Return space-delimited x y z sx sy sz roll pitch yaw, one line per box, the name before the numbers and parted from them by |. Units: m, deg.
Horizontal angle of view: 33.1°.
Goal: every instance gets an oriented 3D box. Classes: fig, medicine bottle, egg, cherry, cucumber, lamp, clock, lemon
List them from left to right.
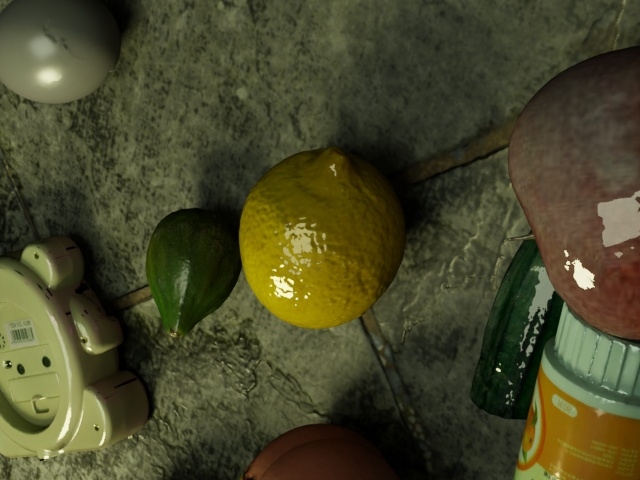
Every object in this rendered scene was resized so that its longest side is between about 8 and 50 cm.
clock | -0.405 0.158 1.565 0.284 0.114 0.309 -12 95 38
egg | -0.342 -0.248 1.370 0.199 0.146 0.146 2 105 41
fig | -0.166 0.044 1.331 0.123 0.156 0.123 15 144 11
lemon | 0.000 0.000 1.187 0.187 0.187 0.244 34 138 22
lamp | 0.015 0.368 1.251 0.240 0.305 0.305 6 115 -14
cucumber | 0.226 0.079 1.132 0.115 0.063 0.243 21 114 28
medicine bottle | 0.280 0.214 1.073 0.158 0.158 0.318 20 114 29
cherry | 0.302 -0.050 0.938 0.307 0.221 0.261 -23 68 18
